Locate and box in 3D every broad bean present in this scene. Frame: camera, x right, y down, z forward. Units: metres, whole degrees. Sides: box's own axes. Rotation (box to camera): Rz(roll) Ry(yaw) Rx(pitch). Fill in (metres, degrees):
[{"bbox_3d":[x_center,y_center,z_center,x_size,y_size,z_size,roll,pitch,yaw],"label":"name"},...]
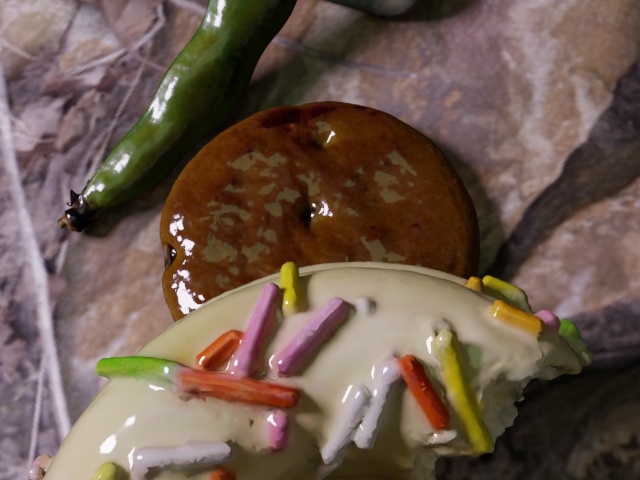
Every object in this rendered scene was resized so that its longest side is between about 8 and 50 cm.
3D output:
[{"bbox_3d":[-0.072,-0.120,0.746,0.060,0.043,0.297,35,87,-30],"label":"broad bean"}]

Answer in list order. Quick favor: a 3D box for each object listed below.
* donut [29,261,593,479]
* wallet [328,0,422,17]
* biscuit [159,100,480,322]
[{"bbox_3d":[-0.009,0.180,0.558,0.308,0.150,0.370,2,73,5],"label":"donut"},{"bbox_3d":[0.008,-0.357,0.852,0.252,0.083,0.360,18,66,2],"label":"wallet"},{"bbox_3d":[0.000,0.000,0.714,0.212,0.036,0.212,0,67,0],"label":"biscuit"}]
